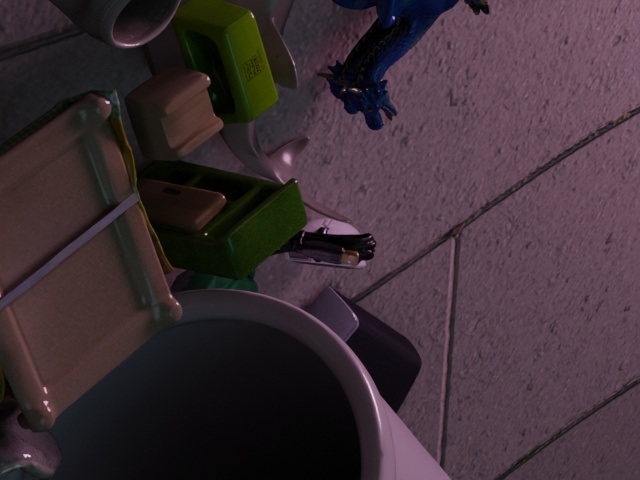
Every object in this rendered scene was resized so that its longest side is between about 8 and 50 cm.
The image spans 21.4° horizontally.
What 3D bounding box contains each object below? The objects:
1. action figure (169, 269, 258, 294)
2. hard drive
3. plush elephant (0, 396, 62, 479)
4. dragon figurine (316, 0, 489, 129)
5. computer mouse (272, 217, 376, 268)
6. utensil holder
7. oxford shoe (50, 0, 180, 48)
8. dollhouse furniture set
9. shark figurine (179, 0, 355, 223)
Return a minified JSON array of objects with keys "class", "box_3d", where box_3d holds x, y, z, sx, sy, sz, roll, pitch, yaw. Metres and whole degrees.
[{"class":"action figure","box_3d":[-0.126,0.086,1.437,0.232,0.063,0.137,-50,138,0]},{"class":"hard drive","box_3d":[-0.013,0.182,1.617,0.255,0.054,0.172,-55,139,0]},{"class":"plush elephant","box_3d":[-0.339,0.151,1.165,0.330,0.272,0.255,-36,-172,27]},{"class":"dragon figurine","box_3d":[0.058,-0.227,1.386,0.144,0.085,0.289,-30,135,-27]},{"class":"computer mouse","box_3d":[0.000,0.000,1.458,0.193,0.106,0.042,23,72,-84]},{"class":"utensil holder","box_3d":[-0.035,0.264,1.364,0.327,0.327,0.385,-49,144,-7]},{"class":"oxford shoe","box_3d":[-0.056,-0.264,1.040,0.169,0.130,0.449,-44,-178,-41]},{"class":"dollhouse furniture set","box_3d":[-0.175,-0.029,1.216,0.301,0.151,0.197,-41,128,-35]},{"class":"shark figurine","box_3d":[-0.042,-0.125,1.342,0.166,0.116,0.278,-21,127,-31]}]
